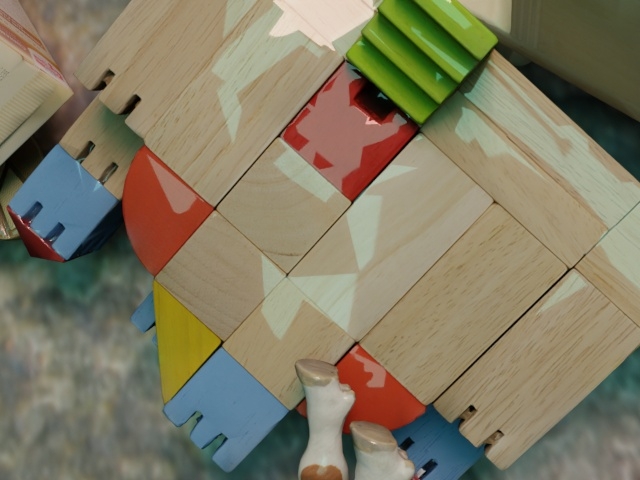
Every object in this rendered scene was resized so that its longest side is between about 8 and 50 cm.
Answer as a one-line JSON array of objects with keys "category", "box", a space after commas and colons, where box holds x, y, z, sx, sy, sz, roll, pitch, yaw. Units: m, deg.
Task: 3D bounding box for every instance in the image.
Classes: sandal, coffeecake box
[{"category": "sandal", "box": [-0.234, -0.060, 0.578, 0.180, 0.049, 0.072, 34, 85, 27]}, {"category": "coffeecake box", "box": [-0.251, -0.108, 0.525, 0.142, 0.068, 0.185, -42, 55, 7]}]

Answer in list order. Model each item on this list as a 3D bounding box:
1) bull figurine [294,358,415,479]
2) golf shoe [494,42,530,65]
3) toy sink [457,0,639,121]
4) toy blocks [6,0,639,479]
[{"category": "bull figurine", "box": [0.031, 0.170, 0.371, 0.311, 0.101, 0.188, 18, 100, 0]}, {"category": "golf shoe", "box": [0.183, -0.144, 0.496, 0.176, 0.069, 0.086, -36, 84, 6]}, {"category": "toy sink", "box": [0.173, -0.150, 0.387, 0.234, 0.131, 0.152, 36, 83, 19]}, {"category": "toy blocks", "box": [0.000, 0.000, 0.461, 0.381, 0.191, 0.261, 43, 102, 1]}]
